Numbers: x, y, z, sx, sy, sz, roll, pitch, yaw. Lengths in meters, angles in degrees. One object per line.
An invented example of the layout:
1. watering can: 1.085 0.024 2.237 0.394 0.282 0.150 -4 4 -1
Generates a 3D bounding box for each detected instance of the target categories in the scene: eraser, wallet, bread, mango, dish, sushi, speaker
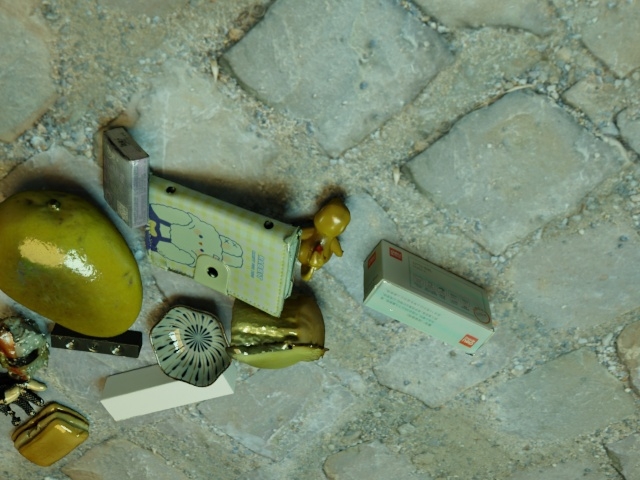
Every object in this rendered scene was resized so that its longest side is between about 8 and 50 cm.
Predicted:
1. eraser: -0.340 0.325 1.941 0.298 0.078 0.076 -16 125 14
2. wallet: -0.195 0.008 1.655 0.309 0.077 0.223 20 136 12
3. bread: -0.083 0.184 1.773 0.204 0.162 0.262 4 170 -2
4. mango: -0.489 0.058 1.678 0.253 0.182 0.365 -21 123 16
5. dish: -0.266 0.216 1.846 0.191 0.066 0.190 4 108 14
6. sushi: -0.645 0.232 1.876 0.103 0.097 0.226 12 142 0
7. bread: -0.653 0.474 2.079 0.200 0.077 0.116 -37 126 27
8. speaker: -0.488 0.217 1.886 0.191 0.046 0.040 7 126 -1

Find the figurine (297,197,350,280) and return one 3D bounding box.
1. figurine: 0.000 0.001 1.649 0.121 0.122 0.176 23 126 -11

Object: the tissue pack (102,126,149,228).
1. tissue pack: -0.357 -0.115 1.584 0.051 0.112 0.156 -21 138 -32

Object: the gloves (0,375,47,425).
1. gloves: -0.724 0.358 1.989 0.181 0.106 0.129 -21 140 -19

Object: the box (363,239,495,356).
1. box: 0.215 0.115 1.718 0.269 0.135 0.079 25 124 -16
